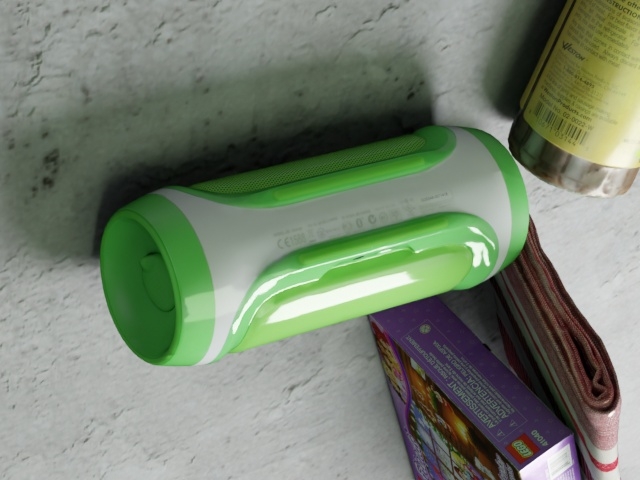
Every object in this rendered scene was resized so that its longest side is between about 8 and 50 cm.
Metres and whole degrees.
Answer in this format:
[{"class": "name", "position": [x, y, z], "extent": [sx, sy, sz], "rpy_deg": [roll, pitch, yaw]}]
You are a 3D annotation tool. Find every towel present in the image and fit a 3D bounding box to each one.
[{"class": "towel", "position": [0.194, 0.115, 1.517], "extent": [0.037, 0.237, 0.329], "rpy_deg": [-21, 146, -2]}]

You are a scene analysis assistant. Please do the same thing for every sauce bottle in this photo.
[{"class": "sauce bottle", "position": [0.248, -0.193, 1.374], "extent": [0.111, 0.111, 0.344], "rpy_deg": [-5, 131, -39]}]

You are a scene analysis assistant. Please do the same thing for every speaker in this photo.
[{"class": "speaker", "position": [0.000, 0.000, 1.330], "extent": [0.296, 0.131, 0.131], "rpy_deg": [-14, 135, -32]}]

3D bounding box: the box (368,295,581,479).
[{"class": "box", "position": [0.140, 0.188, 1.580], "extent": [0.057, 0.201, 0.293], "rpy_deg": [-34, 142, -13]}]
